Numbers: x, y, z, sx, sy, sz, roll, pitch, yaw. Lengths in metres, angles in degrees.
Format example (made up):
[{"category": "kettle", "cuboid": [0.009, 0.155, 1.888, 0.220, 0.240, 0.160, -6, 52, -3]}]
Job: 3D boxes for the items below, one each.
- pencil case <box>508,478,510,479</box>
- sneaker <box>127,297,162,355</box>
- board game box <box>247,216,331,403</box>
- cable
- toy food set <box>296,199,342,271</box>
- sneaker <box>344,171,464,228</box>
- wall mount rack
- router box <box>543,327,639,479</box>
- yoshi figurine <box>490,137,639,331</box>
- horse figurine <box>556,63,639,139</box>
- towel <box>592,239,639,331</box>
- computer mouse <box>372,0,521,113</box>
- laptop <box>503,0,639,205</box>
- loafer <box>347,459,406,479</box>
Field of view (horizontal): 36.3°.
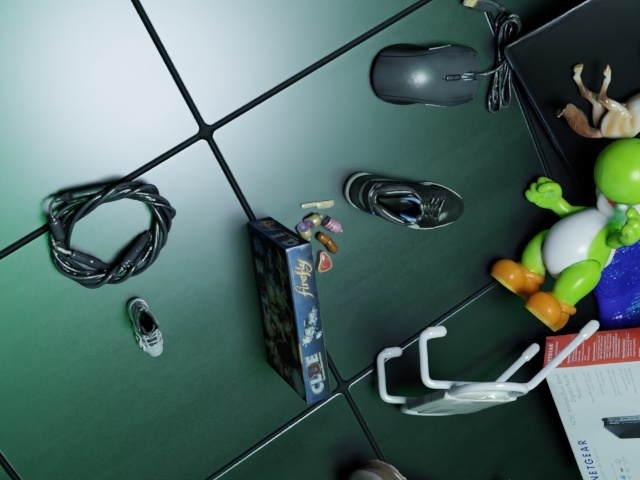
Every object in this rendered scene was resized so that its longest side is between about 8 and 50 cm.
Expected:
[{"category": "pencil case", "cuboid": [0.367, 0.515, 1.830, 0.070, 0.064, 0.152, -38, 118, 7]}, {"category": "sneaker", "cuboid": [-0.253, 0.137, 1.439, 0.038, 0.069, 0.098, -28, 114, -14]}, {"category": "board game box", "cuboid": [-0.048, 0.101, 1.468, 0.042, 0.165, 0.243, -14, 109, -20]}, {"category": "cable", "cuboid": [-0.292, -0.009, 1.393, 0.184, 0.047, 0.151, -13, 110, -21]}, {"category": "toy food set", "cuboid": [0.000, 0.000, 1.542, 0.077, 0.019, 0.122, -8, 108, -22]}, {"category": "sneaker", "cuboid": [0.154, -0.049, 1.541, 0.216, 0.121, 0.079, 8, 102, -26]}, {"category": "wall mount rack", "cuboid": [0.268, 0.207, 1.581, 0.304, 0.350, 0.131, 3, 74, -15]}, {"category": "router box", "cuboid": [0.584, 0.299, 1.730, 0.301, 0.082, 0.335, -9, 127, 25]}, {"category": "yoshi figurine", "cuboid": [0.446, -0.037, 1.614, 0.203, 0.203, 0.362, 42, 97, -1]}, {"category": "horse figurine", "cuboid": [0.512, -0.227, 1.577, 0.263, 0.066, 0.174, -19, 122, 10]}, {"category": "towel", "cuboid": [0.605, 0.062, 1.803, 0.227, 0.076, 0.308, -26, 114, -17]}, {"category": "computer mouse", "cuboid": [0.213, -0.295, 1.532, 0.262, 0.060, 0.184, 1, 105, -25]}, {"category": "laptop", "cuboid": [0.555, -0.338, 1.676, 0.382, 0.236, 0.408, 52, 52, -34]}, {"category": "loafer", "cuboid": [0.169, 0.479, 1.712, 0.130, 0.133, 0.366, -57, 131, -26]}]
